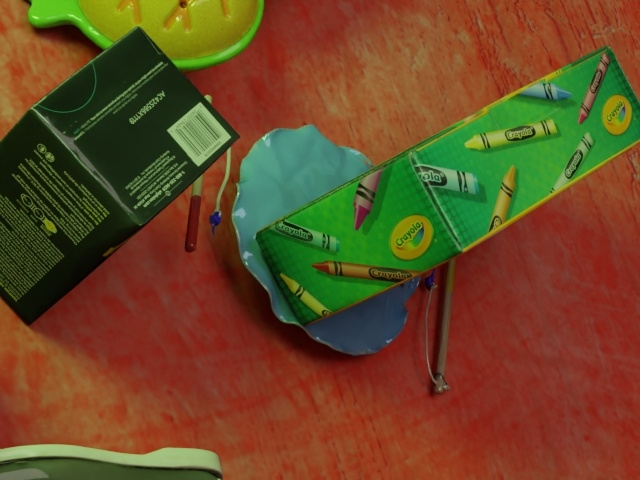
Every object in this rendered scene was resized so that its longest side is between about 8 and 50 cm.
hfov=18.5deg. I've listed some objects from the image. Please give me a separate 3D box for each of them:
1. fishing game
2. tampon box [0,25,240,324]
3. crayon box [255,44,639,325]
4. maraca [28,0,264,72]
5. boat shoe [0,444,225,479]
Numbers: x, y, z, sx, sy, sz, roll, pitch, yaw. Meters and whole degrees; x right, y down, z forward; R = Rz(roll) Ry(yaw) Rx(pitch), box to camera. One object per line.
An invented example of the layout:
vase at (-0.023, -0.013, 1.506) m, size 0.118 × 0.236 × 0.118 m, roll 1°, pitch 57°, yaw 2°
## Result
fishing game at (0.000, 0.000, 1.480) m, size 0.264 × 0.041 × 0.189 m, roll 27°, pitch 51°, yaw -32°
tampon box at (-0.156, -0.041, 1.300) m, size 0.101 × 0.161 × 0.120 m, roll 48°, pitch 48°, yaw -4°
crayon box at (0.104, -0.043, 1.450) m, size 0.278 × 0.165 × 0.081 m, roll -30°, pitch 92°, yaw -47°
maraca at (-0.134, -0.185, 1.452) m, size 0.186 × 0.099 × 0.127 m, roll 14°, pitch 57°, yaw 0°
boat shoe at (-0.150, 0.173, 1.233) m, size 0.228 × 0.081 × 0.068 m, roll 3°, pitch 59°, yaw -38°
